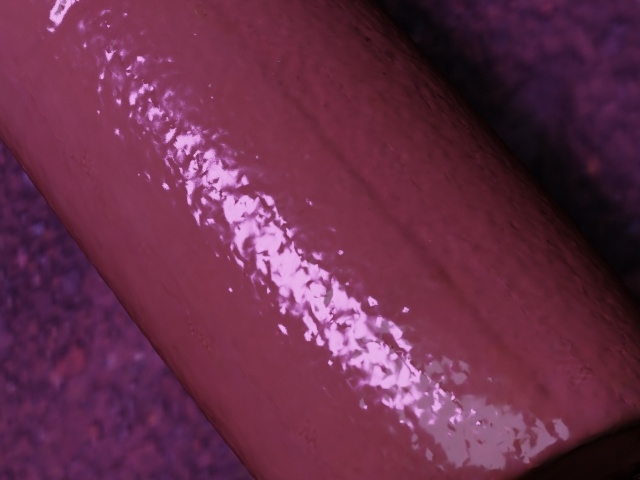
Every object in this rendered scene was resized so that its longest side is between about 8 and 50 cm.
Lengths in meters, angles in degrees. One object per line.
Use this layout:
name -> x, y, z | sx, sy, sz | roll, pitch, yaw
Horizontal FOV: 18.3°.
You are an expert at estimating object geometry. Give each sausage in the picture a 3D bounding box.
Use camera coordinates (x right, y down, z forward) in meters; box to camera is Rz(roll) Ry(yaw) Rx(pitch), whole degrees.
sausage -> 0.000, 0.000, 0.597 | 0.123, 0.123, 0.253 | -46, 58, 13
